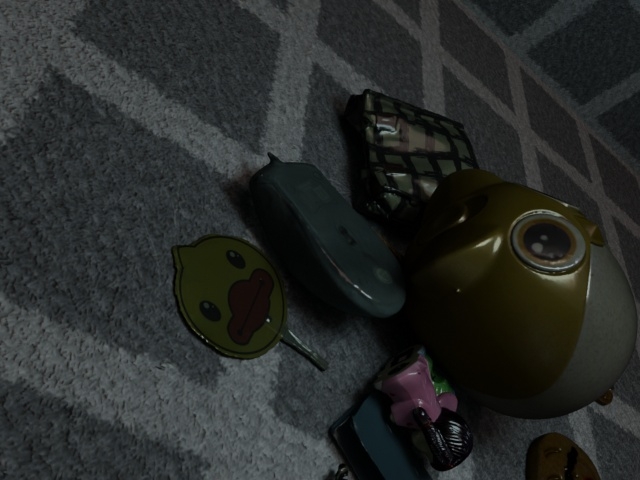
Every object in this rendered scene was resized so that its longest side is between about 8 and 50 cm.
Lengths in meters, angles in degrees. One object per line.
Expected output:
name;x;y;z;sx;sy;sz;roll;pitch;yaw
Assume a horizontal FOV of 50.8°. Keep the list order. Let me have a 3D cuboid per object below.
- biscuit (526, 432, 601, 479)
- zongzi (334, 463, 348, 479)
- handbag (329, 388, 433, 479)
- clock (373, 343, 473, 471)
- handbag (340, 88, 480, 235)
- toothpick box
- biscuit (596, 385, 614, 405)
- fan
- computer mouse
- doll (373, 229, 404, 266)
biscuit;0.553;0.596;1.429;0.314;0.063;0.367;35;41;-23
zongzi;-0.049;0.420;0.812;0.418;0.181;0.447;32;41;-27
handbag;0.116;0.371;1.129;0.221;0.057;0.144;56;30;3
clock;0.192;0.295;1.196;0.195;0.100;0.194;59;16;4
handbag;0.219;-0.163;1.552;0.327;0.162;0.325;17;49;-33
toothpick box;0.367;0.097;1.302;0.425;0.409;0.409;47;38;-17
biscuit;0.770;0.379;1.856;0.124;0.026;0.175;57;37;1
fan;-0.108;0.111;1.105;0.335;0.011;0.229;41;39;-19
computer mouse;0.000;0.000;1.220;0.371;0.122;0.188;53;34;7
doll;0.139;0.050;1.390;0.169;0.057;0.109;31;58;-52
